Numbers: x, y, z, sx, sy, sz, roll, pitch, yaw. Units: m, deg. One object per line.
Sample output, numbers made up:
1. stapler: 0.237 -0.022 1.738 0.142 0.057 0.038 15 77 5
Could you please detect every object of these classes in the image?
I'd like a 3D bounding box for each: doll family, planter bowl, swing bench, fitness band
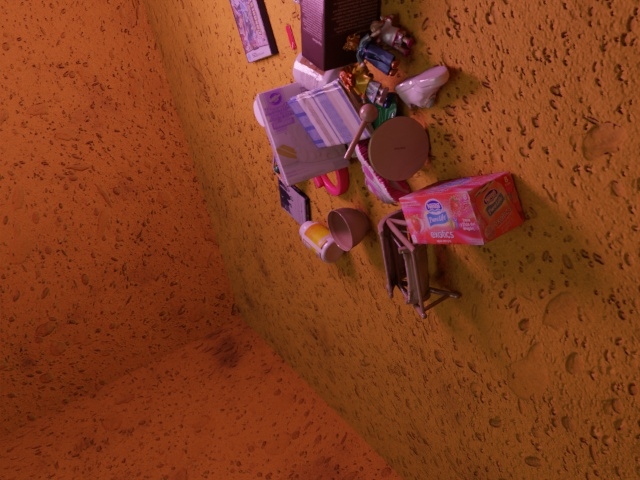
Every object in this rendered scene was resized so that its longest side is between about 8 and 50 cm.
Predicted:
1. doll family: 0.134 -0.487 1.523 0.163 0.118 0.263 38 133 20
2. planter bowl: 0.114 -0.057 2.070 0.162 0.109 0.162 46 151 36
3. swing bench: 0.290 0.067 1.755 0.254 0.165 0.254 29 138 54
4. fitness band: 0.015 -0.306 2.117 0.291 0.054 0.209 63 154 2

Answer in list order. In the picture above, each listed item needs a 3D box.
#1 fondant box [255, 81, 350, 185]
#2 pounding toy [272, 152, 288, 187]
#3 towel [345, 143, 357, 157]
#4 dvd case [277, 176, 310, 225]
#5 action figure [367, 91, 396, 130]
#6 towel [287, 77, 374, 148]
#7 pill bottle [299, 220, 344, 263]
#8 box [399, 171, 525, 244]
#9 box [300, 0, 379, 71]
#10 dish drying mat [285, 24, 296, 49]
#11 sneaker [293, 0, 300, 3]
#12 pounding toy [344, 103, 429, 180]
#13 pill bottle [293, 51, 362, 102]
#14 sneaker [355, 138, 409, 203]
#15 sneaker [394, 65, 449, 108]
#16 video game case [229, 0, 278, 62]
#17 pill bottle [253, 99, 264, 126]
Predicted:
1. fondant box: -0.061 -0.381 1.935 0.096 0.238 0.331 -148 39 -79
2. pounding toy: -0.124 -0.322 2.328 0.181 0.094 0.206 54 154 25
3. towel: 0.117 -0.335 1.899 0.148 0.027 0.110 6 119 63
4. dvd case: -0.121 -0.176 2.543 0.238 0.029 0.179 42 147 41
5. action figure: 0.199 -0.334 1.686 0.137 0.063 0.232 27 132 52
6. towel: 0.030 -0.395 1.751 0.285 0.034 0.209 -1 131 53
7. pill bottle: 0.000 0.000 2.350 0.215 0.117 0.117 40 146 44
8. box: 0.367 -0.082 1.471 0.300 0.154 0.142 2 114 65
9. box: 0.054 -0.680 1.503 0.143 0.191 0.382 46 149 39
10. dish drying mat: -0.108 -0.737 2.007 0.032 0.008 0.083 14 125 62
11. sneaker: -0.048 -0.852 1.641 0.110 0.118 0.292 37 143 50
12. pounding toy: 0.186 -0.281 1.597 0.183 0.236 0.110 -67 21 11
13. pill bottle: 0.031 -0.516 1.764 0.229 0.131 0.131 38 146 29
14. sneaker: 0.180 -0.219 1.788 0.252 0.102 0.111 63 155 7
15. sneaker: 0.282 -0.396 1.461 0.094 0.080 0.212 59 165 -16
16. video game case: -0.270 -0.859 2.193 0.248 0.035 0.275 17 128 60
17. pill bottle: -0.132 -0.498 2.036 0.119 0.208 0.119 46 150 37
